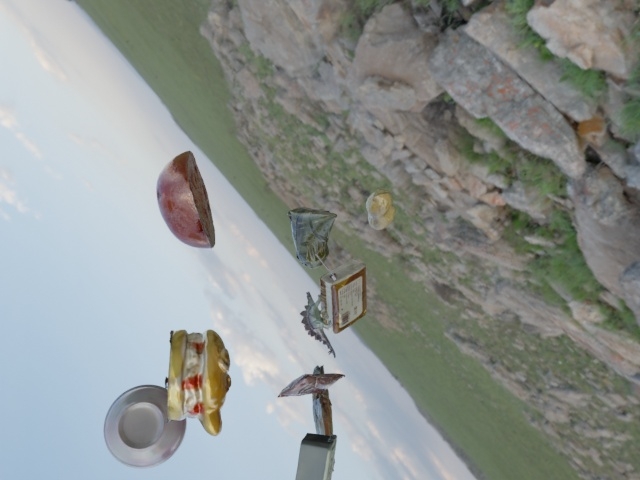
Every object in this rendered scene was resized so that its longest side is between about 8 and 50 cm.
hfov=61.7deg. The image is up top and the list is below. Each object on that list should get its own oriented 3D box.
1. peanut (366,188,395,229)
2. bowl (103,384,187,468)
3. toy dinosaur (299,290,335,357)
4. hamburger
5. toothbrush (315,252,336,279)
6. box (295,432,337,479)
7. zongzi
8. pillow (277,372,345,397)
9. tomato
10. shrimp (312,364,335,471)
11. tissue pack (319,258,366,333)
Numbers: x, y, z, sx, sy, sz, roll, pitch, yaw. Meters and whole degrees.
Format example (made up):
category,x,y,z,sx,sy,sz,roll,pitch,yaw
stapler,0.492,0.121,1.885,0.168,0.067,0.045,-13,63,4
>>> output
category,x,y,z,sx,sy,sz,roll,pitch,yaw
peanut,0.237,-0.126,2.130,0.101,0.117,0.263,54,175,26
bowl,-0.615,0.644,1.867,0.287,0.287,0.144,49,160,9
toy dinosaur,-0.005,0.239,1.507,0.209,0.082,0.039,64,-178,22
hamburger,-0.354,0.412,1.568,0.261,0.186,0.303,109,162,-58
toothbrush,0.013,0.066,1.341,0.097,0.008,0.006,53,-176,-28
box,-0.009,0.469,1.131,0.069,0.122,0.084,8,177,10
zongzi,0.000,0.000,2.051,0.274,0.125,0.251,10,118,52
pillow,-0.024,0.399,1.494,0.185,0.118,0.043,14,-138,-52
tomato,-0.455,-0.125,1.777,0.338,0.143,0.338,169,90,-87
shrimp,0.010,0.534,1.619,0.164,0.062,0.317,94,170,-69
tissue pack,0.088,0.202,1.942,0.092,0.183,0.226,23,129,40
